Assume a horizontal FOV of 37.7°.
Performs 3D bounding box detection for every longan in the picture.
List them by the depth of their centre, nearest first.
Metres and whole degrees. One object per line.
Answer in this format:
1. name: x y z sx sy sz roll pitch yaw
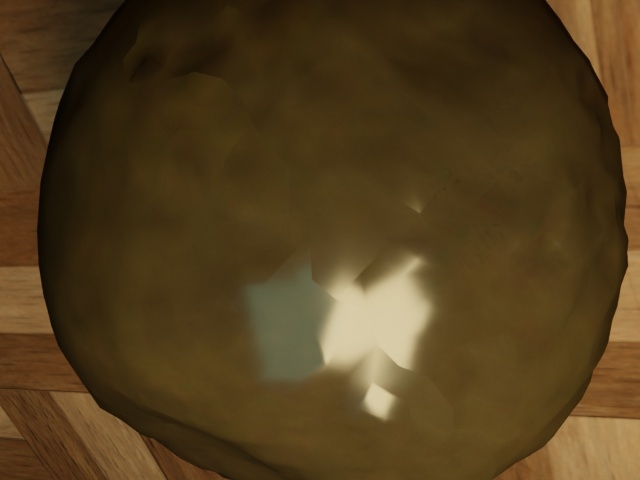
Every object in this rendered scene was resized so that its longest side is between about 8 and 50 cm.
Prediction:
1. longan: 0.006 0.002 0.667 0.403 0.404 0.436 23 131 3
